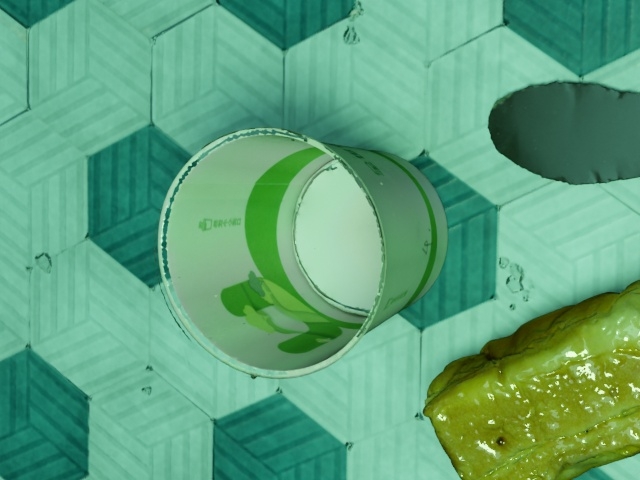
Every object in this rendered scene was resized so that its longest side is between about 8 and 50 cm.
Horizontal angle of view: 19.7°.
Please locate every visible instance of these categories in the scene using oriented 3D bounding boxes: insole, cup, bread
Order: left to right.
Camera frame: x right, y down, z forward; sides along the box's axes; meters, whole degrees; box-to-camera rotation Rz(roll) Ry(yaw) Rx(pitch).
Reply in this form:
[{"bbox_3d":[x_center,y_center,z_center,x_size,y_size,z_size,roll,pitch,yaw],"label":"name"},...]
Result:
[{"bbox_3d":[0.000,0.000,1.929,0.253,0.274,0.253,3,97,24],"label":"cup"},{"bbox_3d":[0.258,0.155,1.897,0.294,0.132,0.166,-28,84,25],"label":"bread"},{"bbox_3d":[0.318,-0.115,1.901,0.309,0.012,0.110,-2,94,26],"label":"insole"}]
